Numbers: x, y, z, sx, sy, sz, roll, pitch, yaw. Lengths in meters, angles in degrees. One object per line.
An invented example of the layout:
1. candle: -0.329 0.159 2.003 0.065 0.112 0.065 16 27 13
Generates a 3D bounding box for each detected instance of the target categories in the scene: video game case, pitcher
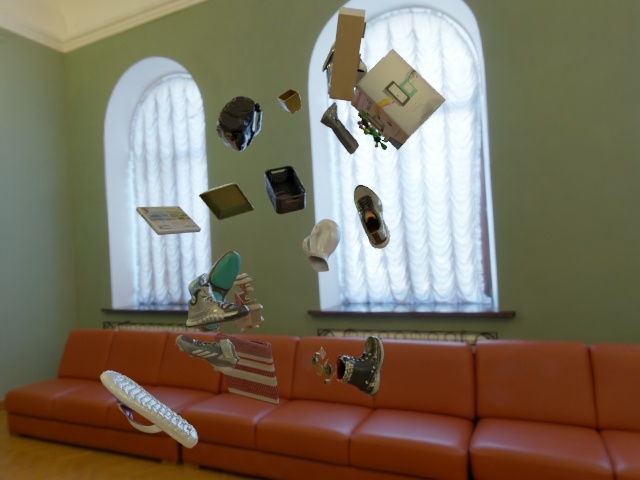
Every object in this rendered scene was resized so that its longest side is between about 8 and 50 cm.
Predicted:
1. video game case: -0.703 -0.096 1.999 0.206 0.026 0.227 40 27 28
2. pitcher: 0.000 0.000 1.782 0.125 0.207 0.178 -3 -37 32

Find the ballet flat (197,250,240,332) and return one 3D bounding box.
1. ballet flat: -0.426 0.202 1.725 0.116 0.343 0.124 31 -30 -35

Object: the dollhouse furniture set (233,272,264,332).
1. dollhouse furniture set: -0.378 0.326 2.086 0.135 0.262 0.259 -12 19 -23

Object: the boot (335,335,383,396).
1. boot: 0.151 0.458 1.653 0.178 0.237 0.085 29 -38 -27

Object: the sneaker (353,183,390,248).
1. sneaker: 0.183 -0.104 1.578 0.100 0.272 0.108 -24 -32 12

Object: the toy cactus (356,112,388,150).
1. toy cactus: 0.238 -0.517 1.986 0.219 0.112 0.180 37 12 -19

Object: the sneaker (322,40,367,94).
1. sneaker: 0.099 -0.719 1.681 0.130 0.237 0.323 3 1 -13

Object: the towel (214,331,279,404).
1. towel: -0.282 0.508 1.701 0.236 0.329 0.037 8 33 19

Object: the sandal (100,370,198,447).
1. sandal: -0.609 0.612 1.496 0.416 0.102 0.169 42 -14 -11

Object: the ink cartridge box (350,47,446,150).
1. ink cartridge box: 0.281 -0.521 1.614 0.197 0.270 0.198 -46 -1 -4

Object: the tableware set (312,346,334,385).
1. tableware set: 0.005 0.524 1.770 0.024 0.104 0.154 6 33 -30

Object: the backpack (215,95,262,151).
1. backpack: -0.272 -0.377 1.410 0.115 0.152 0.182 38 -16 4

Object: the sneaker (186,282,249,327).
1. sneaker: -0.332 0.192 1.345 0.228 0.132 0.086 -15 -15 22

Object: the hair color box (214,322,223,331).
1. hair color box: -0.477 0.320 1.815 0.141 0.072 0.043 21 -33 22

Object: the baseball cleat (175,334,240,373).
1. baseball cleat: -0.354 0.341 1.378 0.205 0.109 0.072 36 9 -17

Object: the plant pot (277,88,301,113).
1. plant pot: -0.134 -0.630 1.967 0.081 0.083 0.081 -37 42 -9

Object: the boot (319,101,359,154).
1. boot: 0.099 -0.507 1.941 0.208 0.190 0.076 37 -42 -17

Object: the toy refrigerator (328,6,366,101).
1. toy refrigerator: 0.091 -0.616 1.435 0.094 0.270 0.102 8 39 1

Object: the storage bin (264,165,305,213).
1. storage bin: -0.141 -0.201 1.702 0.122 0.180 0.084 -15 -39 -16

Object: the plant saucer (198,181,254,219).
1. plant saucer: -0.421 -0.186 1.946 0.188 0.045 0.188 -15 -38 12

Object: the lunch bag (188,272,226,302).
1. lunch bag: -0.531 0.267 2.046 0.090 0.219 0.176 -30 10 2
